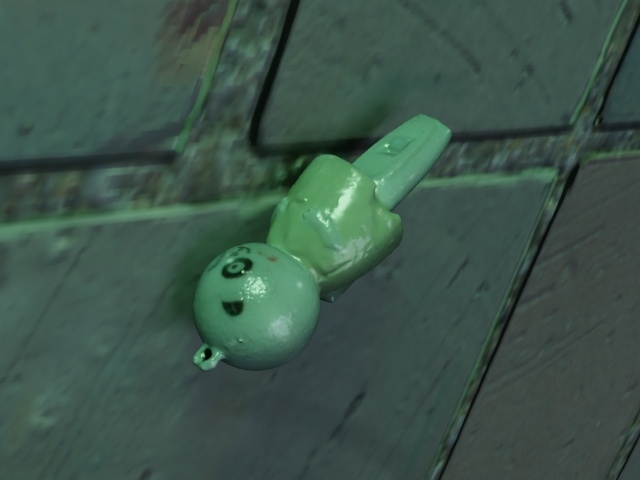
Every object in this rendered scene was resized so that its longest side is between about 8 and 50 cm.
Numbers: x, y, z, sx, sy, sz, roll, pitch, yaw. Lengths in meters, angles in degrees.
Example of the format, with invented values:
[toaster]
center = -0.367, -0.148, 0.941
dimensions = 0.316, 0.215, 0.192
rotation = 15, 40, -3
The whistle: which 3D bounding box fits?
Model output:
[whistle]
center = 0.000, 0.000, 0.413
dimensions = 0.100, 0.035, 0.035
rotation = -45, 148, -21
